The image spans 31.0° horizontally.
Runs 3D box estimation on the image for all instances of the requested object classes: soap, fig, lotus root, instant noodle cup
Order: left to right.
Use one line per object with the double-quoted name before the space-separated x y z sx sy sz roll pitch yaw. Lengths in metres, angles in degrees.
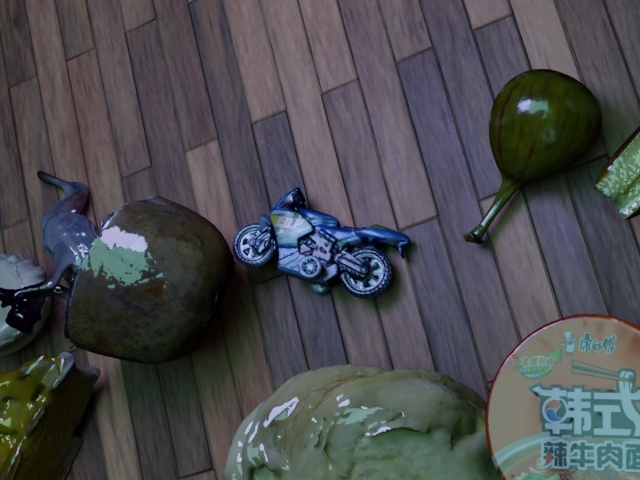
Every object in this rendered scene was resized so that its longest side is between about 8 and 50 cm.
"soap" -0.547 0.260 1.824 0.338 0.169 0.304 23 89 26
"lotus root" -0.230 0.071 1.689 0.192 0.272 0.272 21 88 11
"fig" 0.284 -0.103 1.554 0.151 0.151 0.259 26 115 27
"instant noodle cup" 0.347 0.226 1.400 0.250 0.192 0.250 -6 76 24

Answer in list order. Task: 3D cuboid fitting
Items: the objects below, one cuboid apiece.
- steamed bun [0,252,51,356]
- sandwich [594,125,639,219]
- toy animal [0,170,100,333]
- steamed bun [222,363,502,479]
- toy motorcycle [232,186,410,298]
"steamed bun" -0.515 0.106 1.877 0.183 0.106 0.183 -7 68 19
"sandwich" 0.458 -0.129 1.490 0.244 0.088 0.090 -47 73 5
"toy animal" -0.400 0.001 1.818 0.195 0.090 0.324 5 49 5
"steamed bun" 0.072 0.304 1.492 0.372 0.230 0.325 -24 101 13
"toy motorcycle" 0.000 0.000 1.672 0.254 0.092 0.136 16 76 18
